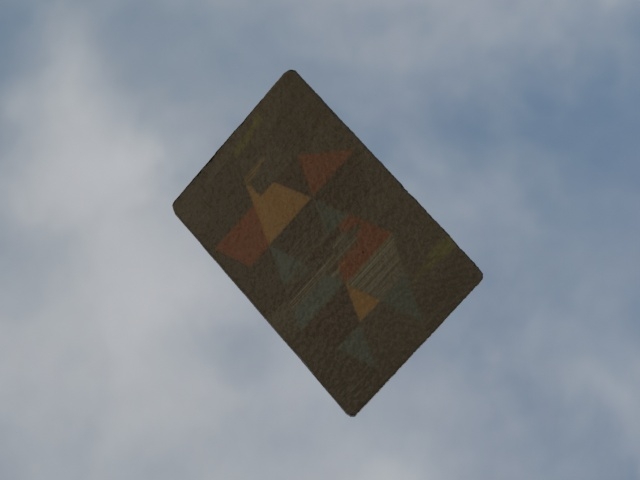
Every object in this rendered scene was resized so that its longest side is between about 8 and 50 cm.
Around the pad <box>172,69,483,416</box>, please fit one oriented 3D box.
[{"bbox_3d":[0.000,0.000,1.276,0.143,0.003,0.211,-48,-111,15],"label":"pad"}]
